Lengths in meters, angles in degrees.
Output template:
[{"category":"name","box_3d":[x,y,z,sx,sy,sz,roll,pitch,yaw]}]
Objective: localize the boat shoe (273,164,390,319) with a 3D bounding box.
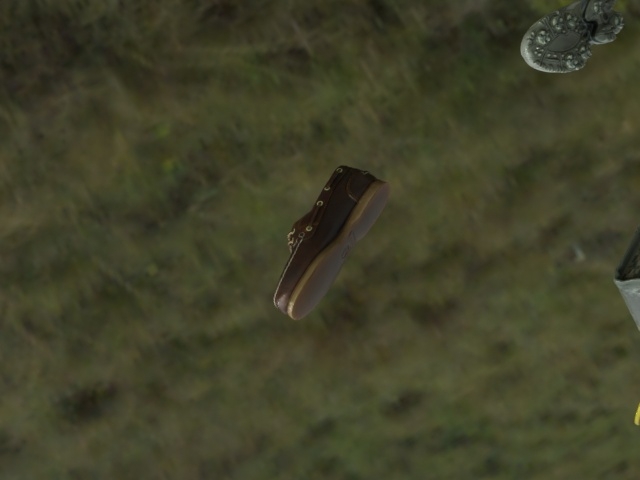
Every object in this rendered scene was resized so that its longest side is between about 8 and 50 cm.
[{"category":"boat shoe","box_3d":[0.000,0.000,1.778,0.207,0.073,0.073,-54,158,-26]}]

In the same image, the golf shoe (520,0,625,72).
[{"category":"golf shoe","box_3d":[0.260,-0.221,1.685,0.086,0.069,0.176,-10,-167,44]}]

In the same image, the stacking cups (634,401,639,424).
[{"category":"stacking cups","box_3d":[0.520,0.233,1.737,0.096,0.316,0.096,-49,153,-35]}]

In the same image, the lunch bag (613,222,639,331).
[{"category":"lunch bag","box_3d":[0.428,0.025,1.451,0.169,0.235,0.287,2,-136,39]}]
